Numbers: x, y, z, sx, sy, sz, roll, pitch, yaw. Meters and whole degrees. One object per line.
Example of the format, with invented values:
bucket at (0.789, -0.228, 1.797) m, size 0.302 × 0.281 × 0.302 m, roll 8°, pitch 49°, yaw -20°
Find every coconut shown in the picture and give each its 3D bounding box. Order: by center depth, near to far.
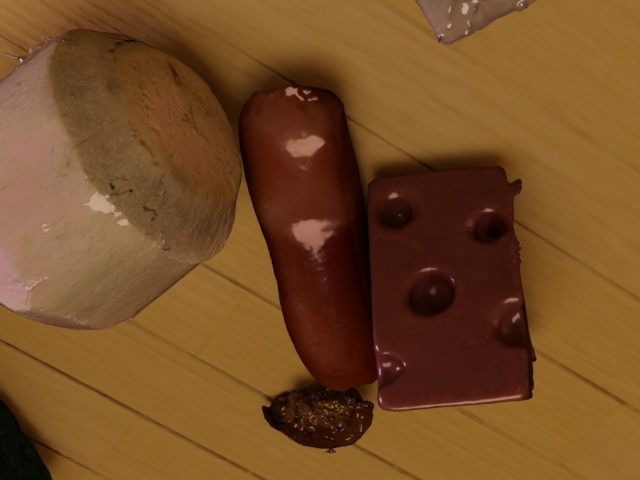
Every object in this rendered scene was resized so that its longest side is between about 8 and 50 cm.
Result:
coconut at (-0.186, -0.037, 1.002) m, size 0.234 × 0.224 × 0.224 m, roll -23°, pitch 120°, yaw 23°

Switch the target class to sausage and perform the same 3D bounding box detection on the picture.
sausage at (0.000, 0.000, 1.086) m, size 0.089 × 0.083 × 0.300 m, roll 2°, pitch 125°, yaw 22°

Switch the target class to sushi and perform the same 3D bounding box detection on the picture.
sushi at (0.000, 0.160, 1.213) m, size 0.118 × 0.061 × 0.060 m, roll -18°, pitch 134°, yaw 20°

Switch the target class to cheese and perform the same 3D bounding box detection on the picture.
cheese at (0.118, 0.067, 1.082) m, size 0.128 × 0.202 × 0.177 m, roll -8°, pitch 153°, yaw 11°

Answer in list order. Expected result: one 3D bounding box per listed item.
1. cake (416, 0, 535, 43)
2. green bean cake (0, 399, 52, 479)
cake at (0.097, -0.222, 0.870) m, size 0.135 × 0.147 × 0.135 m, roll -23°, pitch 122°, yaw 22°
green bean cake at (-0.414, 0.233, 1.167) m, size 0.169 × 0.308 × 0.300 m, roll -19°, pitch 120°, yaw 21°
